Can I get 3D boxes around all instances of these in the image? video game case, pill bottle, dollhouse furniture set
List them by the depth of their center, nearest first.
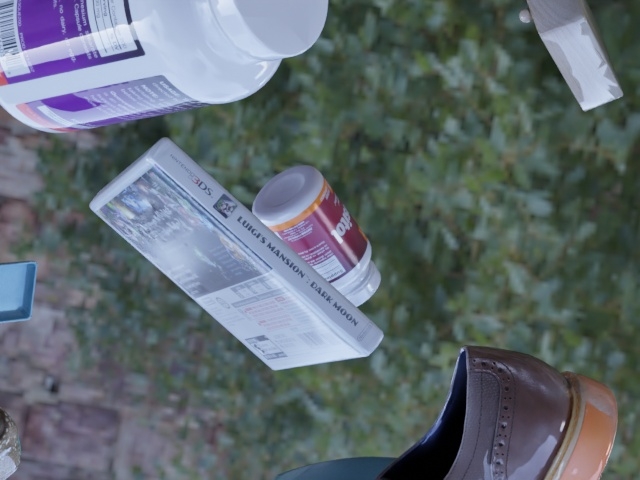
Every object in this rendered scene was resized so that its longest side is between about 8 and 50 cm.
[{"bbox_3d":[0.084,-0.139,0.870,0.123,0.151,0.144,-21,158,15],"label":"dollhouse furniture set"},{"bbox_3d":[-0.059,0.015,0.955,0.173,0.022,0.190,42,163,-9],"label":"video game case"},{"bbox_3d":[-0.154,-0.202,1.371,0.323,0.182,0.181,-5,166,40],"label":"pill bottle"},{"bbox_3d":[0.000,0.000,1.626,0.086,0.086,0.152,4,139,47],"label":"pill bottle"}]

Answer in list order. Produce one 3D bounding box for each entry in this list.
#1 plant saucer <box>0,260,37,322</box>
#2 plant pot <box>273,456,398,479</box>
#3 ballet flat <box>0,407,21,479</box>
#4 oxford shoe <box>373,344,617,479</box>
[{"bbox_3d":[-0.370,0.055,1.484,0.192,0.067,0.018,-5,-152,-33],"label":"plant saucer"},{"bbox_3d":[0.035,0.337,1.639,0.234,0.165,0.166,1,-145,36],"label":"plant pot"},{"bbox_3d":[-0.315,0.192,1.134,0.206,0.073,0.067,-23,136,0],"label":"ballet flat"},{"bbox_3d":[0.073,0.239,1.125,0.132,0.364,0.130,25,-170,-14],"label":"oxford shoe"}]
